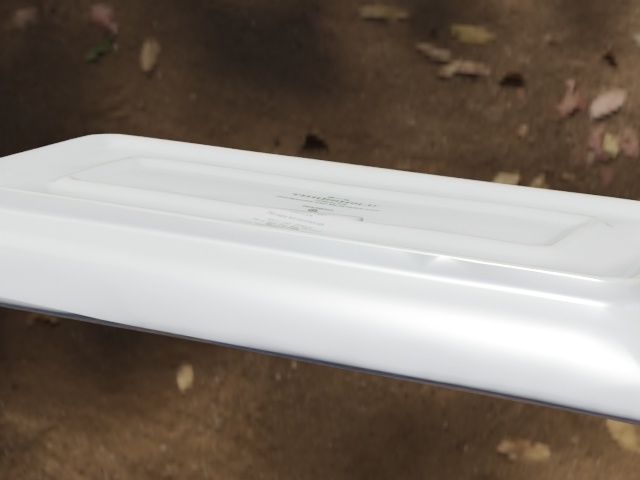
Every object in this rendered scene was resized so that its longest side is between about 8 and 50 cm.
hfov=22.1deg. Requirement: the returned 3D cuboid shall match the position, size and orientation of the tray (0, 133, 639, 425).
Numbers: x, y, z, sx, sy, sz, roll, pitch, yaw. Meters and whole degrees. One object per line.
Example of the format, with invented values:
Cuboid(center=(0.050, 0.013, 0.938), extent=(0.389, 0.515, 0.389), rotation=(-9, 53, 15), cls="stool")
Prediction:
Cuboid(center=(0.000, 0.000, 0.487), extent=(0.270, 0.030, 0.145), rotation=(9, 16, 25), cls="tray")
